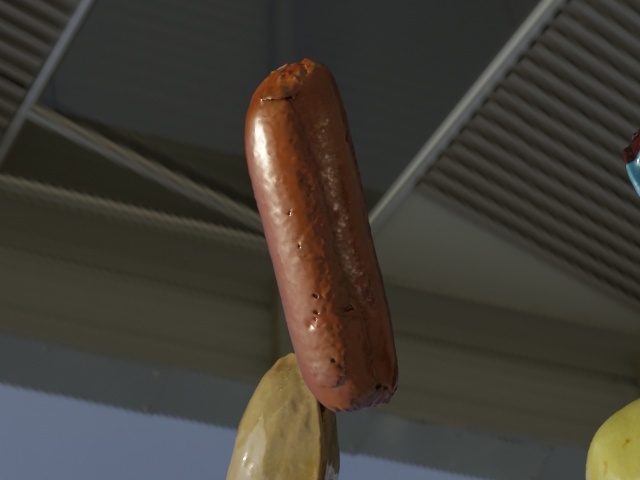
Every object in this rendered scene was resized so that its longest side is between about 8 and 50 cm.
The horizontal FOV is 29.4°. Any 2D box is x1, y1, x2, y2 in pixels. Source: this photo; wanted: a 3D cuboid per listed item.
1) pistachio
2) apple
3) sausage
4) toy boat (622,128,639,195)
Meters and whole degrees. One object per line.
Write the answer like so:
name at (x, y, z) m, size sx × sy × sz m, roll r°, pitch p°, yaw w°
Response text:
pistachio at (-0.043, 0.294, 1.724) m, size 0.163 × 0.260 × 0.213 m, roll 0°, pitch -157°, yaw -35°
apple at (0.367, 0.251, 1.266) m, size 0.200 × 0.200 × 0.200 m, roll 28°, pitch -149°, yaw -18°
sausage at (0.000, 0.000, 1.116) m, size 0.102 × 0.102 × 0.330 m, roll -19°, pitch -83°, yaw -57°
toy boat at (0.341, -0.081, 0.942) m, size 0.097 × 0.223 × 0.100 m, roll -124°, pitch 13°, yaw -51°
